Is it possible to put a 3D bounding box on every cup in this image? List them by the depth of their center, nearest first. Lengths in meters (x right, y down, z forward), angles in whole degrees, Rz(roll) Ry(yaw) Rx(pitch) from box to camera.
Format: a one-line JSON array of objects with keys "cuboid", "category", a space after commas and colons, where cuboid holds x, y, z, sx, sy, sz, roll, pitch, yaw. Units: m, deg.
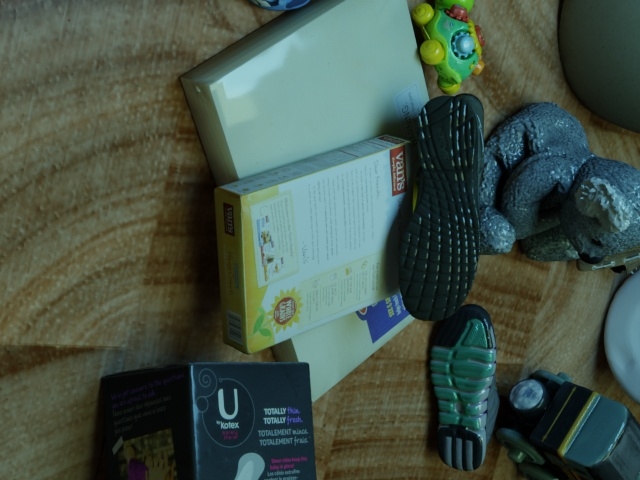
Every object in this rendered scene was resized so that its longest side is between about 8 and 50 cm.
[{"cuboid": [0.494, -0.247, 1.661, 0.331, 0.237, 0.331, -11, 122, -19], "category": "cup"}]

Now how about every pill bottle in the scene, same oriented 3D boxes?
[{"cuboid": [0.611, 0.153, 1.998, 0.392, 0.224, 0.224, 11, 97, -46], "category": "pill bottle"}]

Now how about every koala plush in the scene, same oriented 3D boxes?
[{"cuboid": [0.316, -0.054, 1.641, 0.196, 0.221, 0.203, 5, 101, -44], "category": "koala plush"}]

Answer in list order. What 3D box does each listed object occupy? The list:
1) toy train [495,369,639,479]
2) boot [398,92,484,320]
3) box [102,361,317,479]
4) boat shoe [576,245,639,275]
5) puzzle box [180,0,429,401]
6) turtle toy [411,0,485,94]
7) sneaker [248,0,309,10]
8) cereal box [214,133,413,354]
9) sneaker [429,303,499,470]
[{"cuboid": [0.371, 0.303, 1.845, 0.142, 0.190, 0.334, -53, 133, -16], "category": "toy train"}, {"cuboid": [0.148, -0.039, 1.481, 0.161, 0.083, 0.246, -10, 106, -74], "category": "boot"}, {"cuboid": [-0.105, 0.259, 1.345, 0.165, 0.143, 0.270, 6, 77, -45], "category": "box"}, {"cuboid": [0.414, 0.011, 1.878, 0.183, 0.066, 0.066, -1, 110, -33], "category": "boat shoe"}, {"cuboid": [0.019, -0.057, 1.477, 0.272, 0.052, 0.409, -36, 127, -30], "category": "puzzle box"}, {"cuboid": [0.145, -0.230, 1.509, 0.095, 0.066, 0.130, 47, 30, -60], "category": "turtle toy"}, {"cuboid": [-0.053, -0.256, 1.331, 0.144, 0.059, 0.053, 8, 97, -46], "category": "sneaker"}, {"cuboid": [0.000, 0.000, 1.408, 0.240, 0.047, 0.173, -19, 117, -39], "category": "cereal box"}, {"cuboid": [0.189, 0.175, 1.724, 0.098, 0.083, 0.223, -35, 133, -59], "category": "sneaker"}]
